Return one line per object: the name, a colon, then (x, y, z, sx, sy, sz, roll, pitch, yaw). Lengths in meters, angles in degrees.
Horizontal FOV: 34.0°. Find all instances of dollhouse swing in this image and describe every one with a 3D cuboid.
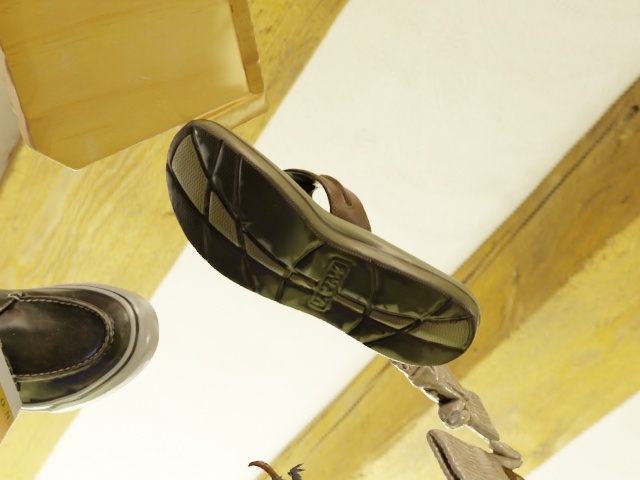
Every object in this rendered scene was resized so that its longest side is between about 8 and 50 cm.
dollhouse swing: (-0.258, -0.290, 1.236, 0.305, 0.315, 0.347, -21, -61, -18)

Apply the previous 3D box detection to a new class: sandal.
sandal: (0.000, 0.002, 0.890, 0.303, 0.086, 0.120, 33, -50, -7)

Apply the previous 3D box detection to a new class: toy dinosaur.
toy dinosaur: (-0.024, 0.263, 1.091, 0.090, 0.047, 0.082, 31, -29, 30)

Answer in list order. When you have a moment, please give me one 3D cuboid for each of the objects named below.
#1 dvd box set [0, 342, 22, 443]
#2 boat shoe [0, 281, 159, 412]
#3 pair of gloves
dvd box set: (-0.332, 0.102, 0.667, 0.062, 0.420, 0.307, -10, -68, 9)
boat shoe: (-0.318, 0.102, 0.973, 0.335, 0.121, 0.119, -9, -17, 17)
pair of gloves: (0.160, 0.199, 1.097, 0.042, 0.240, 0.204, -41, -53, 12)
